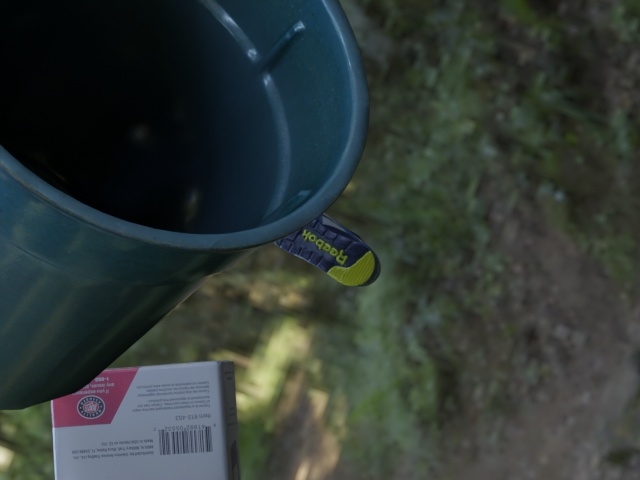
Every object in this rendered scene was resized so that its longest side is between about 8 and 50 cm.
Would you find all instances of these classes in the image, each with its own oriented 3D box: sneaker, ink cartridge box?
[{"bbox_3d":[0.000,0.000,1.860,0.053,0.144,0.059,-54,-23,8],"label":"sneaker"},{"bbox_3d":[-0.166,0.241,1.897,0.100,0.172,0.237,32,-126,-83],"label":"ink cartridge box"}]

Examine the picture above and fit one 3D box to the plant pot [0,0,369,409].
[{"bbox_3d":[-0.194,-0.058,1.413,0.334,0.341,0.341,-47,20,45],"label":"plant pot"}]
